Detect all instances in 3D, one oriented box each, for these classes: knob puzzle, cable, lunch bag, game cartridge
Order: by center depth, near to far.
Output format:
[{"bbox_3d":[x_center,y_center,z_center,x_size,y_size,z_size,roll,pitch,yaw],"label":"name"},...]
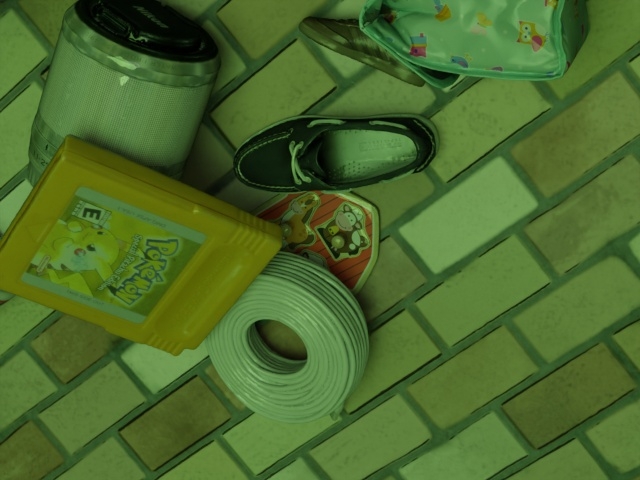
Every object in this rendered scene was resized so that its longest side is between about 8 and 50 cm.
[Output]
[{"bbox_3d":[0.192,-0.287,1.731,0.262,0.223,0.160,2,111,17],"label":"lunch bag"},{"bbox_3d":[-0.258,0.021,1.889,0.324,0.052,0.285,24,130,-20],"label":"game cartridge"},{"bbox_3d":[0.000,0.000,2.004,0.213,0.030,0.213,6,111,15],"label":"knob puzzle"},{"bbox_3d":[-0.054,0.143,2.021,0.257,0.089,0.257,32,127,8],"label":"cable"}]

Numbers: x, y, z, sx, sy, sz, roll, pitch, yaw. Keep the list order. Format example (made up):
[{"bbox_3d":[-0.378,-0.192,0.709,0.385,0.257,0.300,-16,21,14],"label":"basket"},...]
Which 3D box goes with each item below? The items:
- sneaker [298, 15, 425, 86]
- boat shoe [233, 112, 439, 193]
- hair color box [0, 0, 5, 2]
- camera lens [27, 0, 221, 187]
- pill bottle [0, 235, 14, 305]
[{"bbox_3d":[0.066,-0.274,1.872,0.188,0.066,0.071,24,98,1],"label":"sneaker"},{"bbox_3d":[0.010,-0.121,1.918,0.302,0.091,0.114,-12,100,19],"label":"boat shoe"},{"bbox_3d":[-0.502,-0.530,1.906,0.185,0.113,0.374,12,114,12],"label":"hair color box"},{"bbox_3d":[-0.272,-0.185,1.909,0.219,0.219,0.274,25,115,6],"label":"camera lens"},{"bbox_3d":[-0.579,0.083,2.153,0.221,0.124,0.124,-32,99,23],"label":"pill bottle"}]
